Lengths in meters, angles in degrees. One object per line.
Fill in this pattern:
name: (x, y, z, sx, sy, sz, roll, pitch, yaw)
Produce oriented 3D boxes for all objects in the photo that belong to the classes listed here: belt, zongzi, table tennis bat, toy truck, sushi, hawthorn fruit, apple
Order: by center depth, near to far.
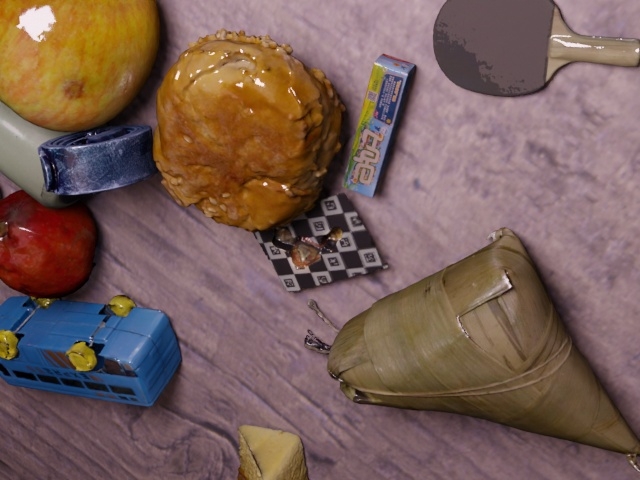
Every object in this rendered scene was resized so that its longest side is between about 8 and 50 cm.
table tennis bat: (0.256, -0.238, 0.914, 0.247, 0.022, 0.138, 10, 123, 20)
apple: (-0.347, -0.286, 1.020, 0.265, 0.264, 0.264, 11, 123, 18)
belt: (-0.306, -0.110, 1.047, 0.142, 0.190, 0.082, -3, 107, 11)
zongzi: (0.195, 0.227, 1.135, 0.447, 0.181, 0.418, -29, 105, 37)
sushi: (0.000, 0.000, 1.170, 0.201, 0.031, 0.139, -16, 112, 35)
hawthorn fruit: (-0.488, -0.001, 1.270, 0.190, 0.251, 0.189, -4, 75, 16)
toy truck: (-0.464, 0.203, 1.428, 0.385, 0.161, 0.162, 3, 129, 22)

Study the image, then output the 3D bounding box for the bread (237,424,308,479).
bread: (-0.090, 0.496, 1.472, 0.142, 0.178, 0.265, -10, 122, -6)

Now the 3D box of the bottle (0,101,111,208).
bottle: (-0.500, -0.209, 1.191, 0.347, 0.168, 0.168, 37, 127, 3)

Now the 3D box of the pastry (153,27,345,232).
pastry: (-0.097, -0.154, 1.038, 0.255, 0.161, 0.310, 22, 139, -6)

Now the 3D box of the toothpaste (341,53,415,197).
toothpaste: (0.068, -0.157, 1.033, 0.070, 0.044, 0.193, 22, 126, 11)
